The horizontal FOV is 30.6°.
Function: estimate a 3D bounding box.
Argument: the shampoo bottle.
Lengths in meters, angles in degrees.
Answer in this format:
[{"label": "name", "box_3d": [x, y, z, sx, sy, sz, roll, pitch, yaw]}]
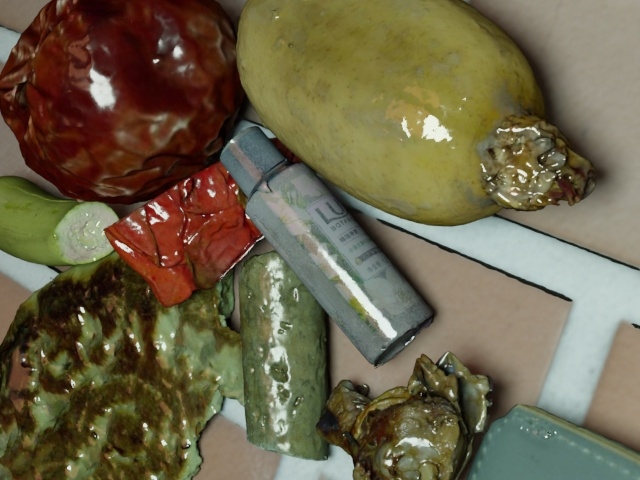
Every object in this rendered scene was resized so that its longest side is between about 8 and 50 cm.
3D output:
[{"label": "shampoo bottle", "box_3d": [0.000, 0.000, 0.940, 0.214, 0.072, 0.072, 50, 118, 12]}]

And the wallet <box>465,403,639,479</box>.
[{"label": "wallet", "box_3d": [0.151, 0.307, 0.796, 0.252, 0.083, 0.360, 25, 95, 42]}]

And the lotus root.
[{"label": "lotus root", "box_3d": [0.060, -0.108, 0.886, 0.342, 0.151, 0.169, 40, 112, 41]}]

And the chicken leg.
[{"label": "chicken leg", "box_3d": [0.055, 0.151, 0.877, 0.196, 0.080, 0.125, -34, 37, 60]}]

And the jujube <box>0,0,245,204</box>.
[{"label": "jujube", "box_3d": [-0.179, -0.134, 1.064, 0.232, 0.213, 0.213, -3, 82, 63]}]

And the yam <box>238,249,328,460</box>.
[{"label": "yam", "box_3d": [-0.031, 0.096, 0.992, 0.078, 0.078, 0.179, -7, 83, 40]}]

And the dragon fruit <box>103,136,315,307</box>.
[{"label": "dragon fruit", "box_3d": [-0.081, -0.021, 1.045, 0.192, 0.122, 0.092, -31, 90, 5]}]

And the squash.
[{"label": "squash", "box_3d": [-0.292, -0.020, 1.206, 0.250, 0.083, 0.083, 13, 93, 54]}]

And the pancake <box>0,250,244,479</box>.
[{"label": "pancake", "box_3d": [-0.209, 0.161, 1.160, 0.305, 0.067, 0.427, 46, 112, 28]}]
